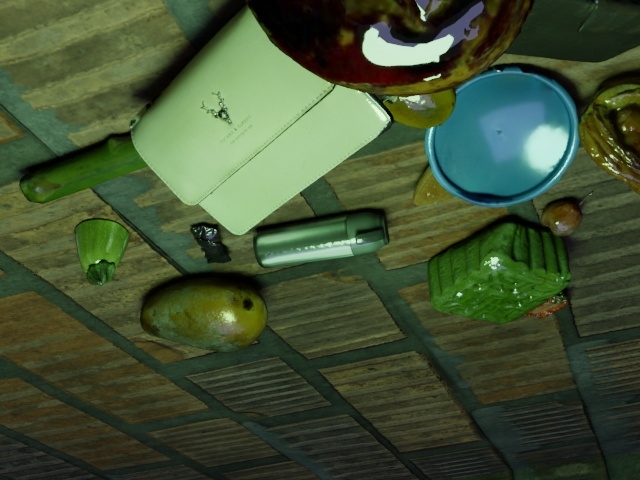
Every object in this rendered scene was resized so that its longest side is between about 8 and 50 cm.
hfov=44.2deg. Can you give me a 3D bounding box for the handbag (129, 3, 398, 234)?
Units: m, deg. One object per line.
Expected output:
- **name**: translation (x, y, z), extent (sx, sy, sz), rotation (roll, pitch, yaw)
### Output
- **handbag**: translation (-0.083, -0.185, 1.108), extent (0.237, 0.160, 0.359), rotation (42, 132, -17)

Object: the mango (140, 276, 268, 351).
- **mango**: translation (-0.257, 0.158, 1.674), extent (0.316, 0.146, 0.193), rotation (-4, 149, 29)

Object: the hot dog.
- **hot dog**: translation (0.519, -0.151, 1.224), extent (0.259, 0.175, 0.114), rotation (21, -177, -34)

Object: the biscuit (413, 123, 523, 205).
- **biscuit**: translation (0.255, -0.130, 1.342), extent (0.250, 0.035, 0.162), rotation (-34, 129, 30)

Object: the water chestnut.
- **water chestnut**: translation (0.055, -0.308, 0.787), extent (0.351, 0.302, 0.350), rotation (9, 116, 19)

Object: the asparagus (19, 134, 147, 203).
- **asparagus**: translation (-0.373, -0.120, 1.301), extent (0.278, 0.060, 0.067), rotation (-18, 134, 21)

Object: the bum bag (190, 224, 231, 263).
- **bum bag**: translation (-0.211, 0.009, 1.533), extent (0.058, 0.034, 0.124), rotation (1, 148, 12)

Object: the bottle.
- **bottle**: translation (0.000, 0.000, 1.483), extent (0.254, 0.079, 0.096), rotation (-9, -169, 10)

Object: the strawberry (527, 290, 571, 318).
- **strawberry**: translation (0.503, 0.137, 1.770), extent (0.104, 0.048, 0.152), rotation (-3, 161, -12)

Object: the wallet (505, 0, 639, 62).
- **wallet**: translation (0.316, -0.272, 1.008), extent (0.310, 0.042, 0.165), rotation (-3, 173, -35)

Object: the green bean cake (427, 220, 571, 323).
- **green bean cake**: translation (0.359, 0.067, 1.576), extent (0.222, 0.124, 0.248), rotation (14, 144, -23)

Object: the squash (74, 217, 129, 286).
- **squash**: translation (-0.415, 0.040, 1.478), extent (0.105, 0.132, 0.105), rotation (-3, 145, -2)

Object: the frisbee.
- **frisbee**: translation (0.285, -0.164, 1.245), extent (0.242, 0.045, 0.242), rotation (2, 122, 2)

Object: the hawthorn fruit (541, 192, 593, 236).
- **hawthorn fruit**: translation (0.464, -0.055, 1.468), extent (0.103, 0.066, 0.067), rotation (-40, 138, 6)

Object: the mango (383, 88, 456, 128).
- **mango**: translation (0.122, -0.223, 1.159), extent (0.161, 0.076, 0.103), rotation (20, 139, -16)
